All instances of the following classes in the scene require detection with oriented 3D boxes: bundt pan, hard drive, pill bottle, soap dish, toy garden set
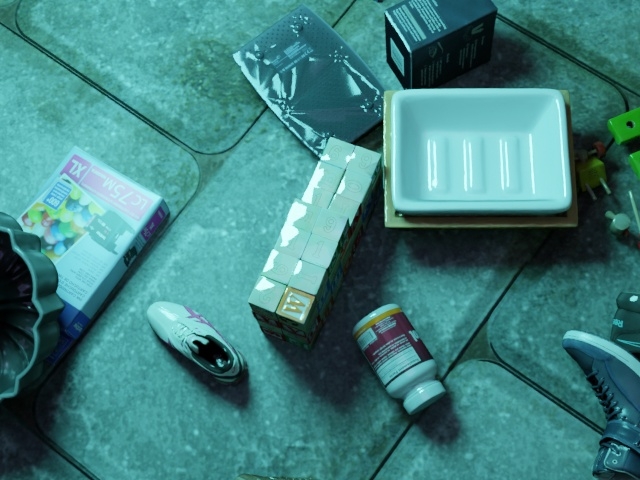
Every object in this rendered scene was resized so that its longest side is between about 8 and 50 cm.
[{"bbox_3d":[-0.524,0.095,1.527,0.330,0.124,0.331,2,96,18],"label":"bundt pan"},{"bbox_3d":[-0.010,-0.255,1.693,0.172,0.054,0.255,-38,72,-9],"label":"hard drive"},{"bbox_3d":[0.118,0.176,1.511,0.086,0.086,0.152,-30,72,-6],"label":"pill bottle"},{"bbox_3d":[0.242,-0.119,1.586,0.290,0.118,0.229,0,70,2],"label":"soap dish"},{"bbox_3d":[0.509,-0.080,1.596,0.203,0.049,0.244,-22,71,-6],"label":"toy garden set"}]

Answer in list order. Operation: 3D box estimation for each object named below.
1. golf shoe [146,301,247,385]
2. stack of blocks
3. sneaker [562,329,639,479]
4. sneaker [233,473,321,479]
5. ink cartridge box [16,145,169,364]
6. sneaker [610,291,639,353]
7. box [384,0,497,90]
[{"bbox_3d":[-0.190,0.145,1.547,0.186,0.086,0.067,33,77,16],"label":"golf shoe"},{"bbox_3d":[0.000,0.000,1.539,0.087,0.171,0.297,21,73,11],"label":"stack of blocks"},{"bbox_3d":[0.410,0.245,1.464,0.226,0.086,0.163,38,75,15],"label":"sneaker"},{"bbox_3d":[-0.032,0.372,1.475,0.188,0.066,0.071,25,57,7],"label":"sneaker"},{"bbox_3d":[-0.405,0.020,1.623,0.185,0.065,0.311,30,77,14],"label":"ink cartridge box"},{"bbox_3d":[0.555,0.157,1.493,0.267,0.101,0.106,17,87,16],"label":"sneaker"},{"bbox_3d":[0.192,-0.330,1.650,0.158,0.156,0.093,-27,69,-5],"label":"box"}]
